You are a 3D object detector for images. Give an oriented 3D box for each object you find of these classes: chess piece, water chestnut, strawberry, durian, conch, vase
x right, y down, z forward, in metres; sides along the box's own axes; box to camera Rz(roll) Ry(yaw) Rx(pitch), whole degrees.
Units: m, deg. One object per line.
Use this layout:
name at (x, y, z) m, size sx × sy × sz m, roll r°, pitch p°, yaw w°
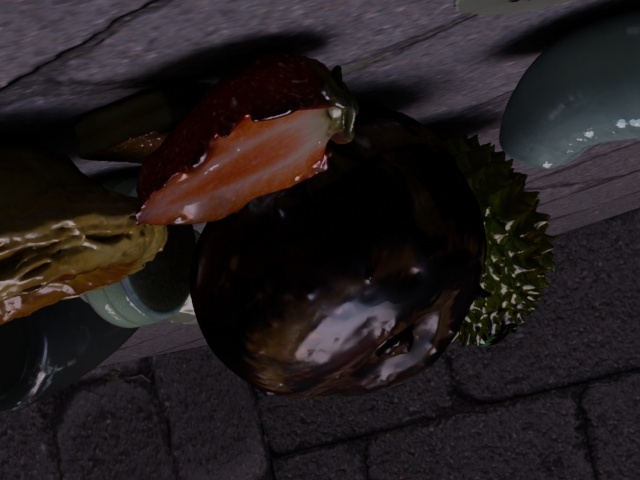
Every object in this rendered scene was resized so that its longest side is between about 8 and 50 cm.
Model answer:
chess piece at (-0.259, 0.020, 1.584) m, size 0.271 × 0.139 × 0.139 m, roll -6°, pitch 179°, yaw 32°
water chestnut at (0.000, 0.000, 1.496) m, size 0.300 × 0.300 × 0.300 m, roll -14°, pitch 174°, yaw -2°
strawberry at (-0.060, -0.070, 1.199) m, size 0.187 × 0.082 × 0.146 m, roll -30°, pitch 153°, yaw -11°
durian at (0.114, 0.000, 1.752) m, size 0.291 × 0.225 × 0.291 m, roll 0°, pitch 172°, yaw 0°
conch at (0.253, -0.127, 1.386) m, size 0.221 × 0.121 × 0.185 m, roll -9°, pitch 175°, yaw 9°
vase at (-0.251, 0.068, 1.817) m, size 0.173 × 0.173 × 0.321 m, roll -19°, pitch 178°, yaw 37°

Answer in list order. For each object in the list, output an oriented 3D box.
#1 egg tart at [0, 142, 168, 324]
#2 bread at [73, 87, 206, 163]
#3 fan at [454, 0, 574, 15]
egg tart at (-0.268, 0.000, 1.283) m, size 0.318 × 0.128 × 0.319 m, roll -17°, pitch 175°, yaw -1°
bread at (-0.123, -0.086, 1.260) m, size 0.090 × 0.035 × 0.094 m, roll -18°, pitch 173°, yaw 28°
fan at (0.211, -0.201, 1.127) m, size 0.190 × 0.009 × 0.329 m, roll -12°, pitch 174°, yaw -23°
